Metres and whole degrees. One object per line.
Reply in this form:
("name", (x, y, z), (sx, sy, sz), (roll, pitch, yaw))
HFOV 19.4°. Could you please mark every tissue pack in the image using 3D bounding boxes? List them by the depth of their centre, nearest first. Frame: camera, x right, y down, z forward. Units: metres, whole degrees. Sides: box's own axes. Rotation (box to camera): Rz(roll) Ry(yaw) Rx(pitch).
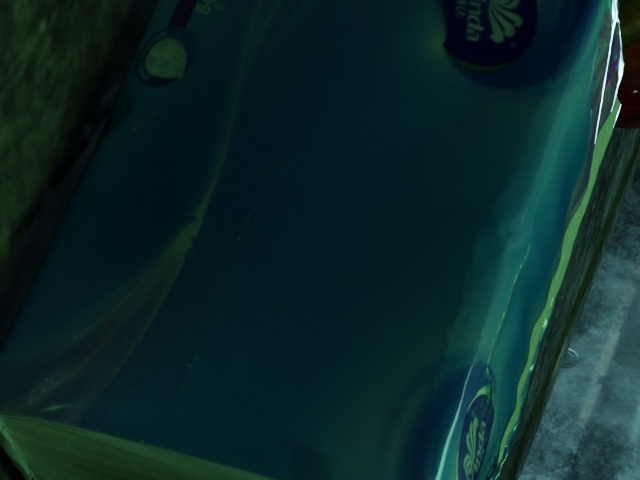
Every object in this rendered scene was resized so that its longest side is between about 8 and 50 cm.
("tissue pack", (0.000, 0.000, 0.789), (0.146, 0.198, 0.263), (74, 33, -61))

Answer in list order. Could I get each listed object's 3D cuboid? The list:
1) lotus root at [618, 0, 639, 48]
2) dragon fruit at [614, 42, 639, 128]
("lotus root", (0.068, -0.194, 0.904), (0.170, 0.261, 0.074), (-44, 173, 16))
("dragon fruit", (0.172, -0.206, 1.111), (0.342, 0.277, 0.277), (-62, 162, -55))
